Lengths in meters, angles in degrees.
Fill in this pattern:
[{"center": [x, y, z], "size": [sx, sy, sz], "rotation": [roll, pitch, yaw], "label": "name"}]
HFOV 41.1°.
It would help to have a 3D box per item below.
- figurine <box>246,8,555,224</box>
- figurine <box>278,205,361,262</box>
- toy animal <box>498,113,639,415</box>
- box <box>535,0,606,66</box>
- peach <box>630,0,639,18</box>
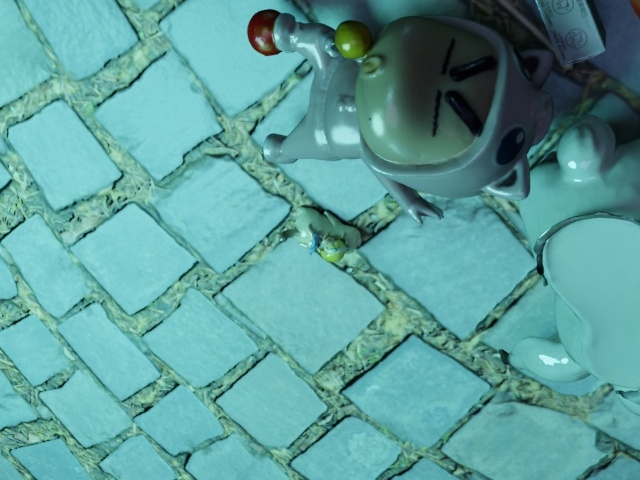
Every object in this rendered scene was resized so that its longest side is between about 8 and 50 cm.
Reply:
[{"center": [0.055, -0.117, 0.761], "size": [0.288, 0.186, 0.176], "rotation": [17, 90, 30], "label": "figurine"}, {"center": [0.000, 0.000, 0.932], "size": [0.083, 0.050, 0.047], "rotation": [17, 132, 10], "label": "figurine"}, {"center": [0.270, 0.046, 0.795], "size": [0.209, 0.154, 0.325], "rotation": [20, 132, 16], "label": "toy animal"}, {"center": [0.177, -0.250, 0.693], "size": [0.040, 0.055, 0.218], "rotation": [-18, 115, 28], "label": "box"}, {"center": [0.331, -0.236, 0.465], "size": [0.370, 0.370, 0.370], "rotation": [10, 125, 15], "label": "peach"}]
